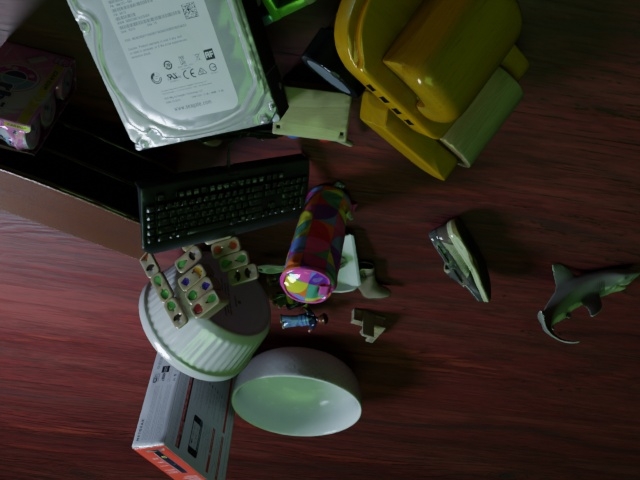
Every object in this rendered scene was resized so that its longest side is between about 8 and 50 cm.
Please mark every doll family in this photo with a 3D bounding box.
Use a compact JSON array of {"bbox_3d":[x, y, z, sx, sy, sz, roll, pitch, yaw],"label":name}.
[{"bbox_3d":[-0.048,0.139,1.313,0.111,0.076,0.193,-8,141,8],"label":"doll family"}]

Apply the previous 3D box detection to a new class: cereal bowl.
[{"bbox_3d":[-0.057,0.381,1.525,0.339,0.141,0.339,2,139,2],"label":"cereal bowl"}]

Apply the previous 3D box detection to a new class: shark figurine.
[{"bbox_3d":[0.499,0.110,1.188,0.166,0.278,0.116,-18,99,62],"label":"shark figurine"}]

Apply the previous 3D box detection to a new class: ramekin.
[{"bbox_3d":[-0.223,0.143,1.198,0.273,0.273,0.127,32,120,-27],"label":"ramekin"}]

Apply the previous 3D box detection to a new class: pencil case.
[{"bbox_3d":[0.000,0.000,1.039,0.104,0.236,0.104,9,137,9],"label":"pencil case"}]

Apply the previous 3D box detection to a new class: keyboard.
[{"bbox_3d":[-0.145,-0.099,0.939,0.317,0.033,0.201,-17,119,-38],"label":"keyboard"}]

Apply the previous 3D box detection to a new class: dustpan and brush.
[{"bbox_3d":[-0.031,0.052,1.212,0.211,0.060,0.147,4,128,20],"label":"dustpan and brush"}]

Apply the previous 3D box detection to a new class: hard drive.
[{"bbox_3d":[-0.202,-0.298,0.757,0.237,0.064,0.339,-7,119,17],"label":"hard drive"}]

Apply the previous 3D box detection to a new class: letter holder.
[{"bbox_3d":[-0.397,-0.106,0.957,0.302,0.152,0.214,23,159,-19],"label":"letter holder"}]

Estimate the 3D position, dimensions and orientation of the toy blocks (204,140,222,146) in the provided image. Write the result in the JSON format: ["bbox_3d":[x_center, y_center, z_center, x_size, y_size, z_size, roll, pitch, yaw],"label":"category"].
[{"bbox_3d":[-0.182,-0.232,0.923,0.123,0.054,0.148,25,134,-22],"label":"toy blocks"}]

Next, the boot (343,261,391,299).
[{"bbox_3d":[0.104,0.084,1.258,0.118,0.042,0.087,7,136,-4],"label":"boot"}]

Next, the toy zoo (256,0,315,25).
[{"bbox_3d":[-0.177,-0.359,0.799,0.293,0.030,0.192,-16,134,21],"label":"toy zoo"}]

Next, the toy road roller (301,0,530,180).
[{"bbox_3d":[0.158,-0.214,0.732,0.329,0.240,0.202,33,97,-33],"label":"toy road roller"}]

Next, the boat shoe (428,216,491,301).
[{"bbox_3d":[0.286,0.045,1.177,0.073,0.080,0.223,-14,130,27],"label":"boat shoe"}]

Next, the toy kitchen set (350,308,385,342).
[{"bbox_3d":[0.103,0.218,1.385,0.083,0.068,0.075,18,136,-14],"label":"toy kitchen set"}]

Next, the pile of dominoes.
[{"bbox_3d":[-0.249,0.022,1.073,0.196,0.251,0.040,-37,161,10],"label":"pile of dominoes"}]

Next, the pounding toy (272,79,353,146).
[{"bbox_3d":[-0.004,-0.192,0.906,0.130,0.141,0.100,6,109,-2],"label":"pounding toy"}]

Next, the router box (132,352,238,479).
[{"bbox_3d":[-0.313,0.409,1.433,0.082,0.335,0.301,-10,136,14],"label":"router box"}]

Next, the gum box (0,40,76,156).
[{"bbox_3d":[-0.454,-0.213,0.867,0.107,0.188,0.062,13,137,-8],"label":"gum box"}]
